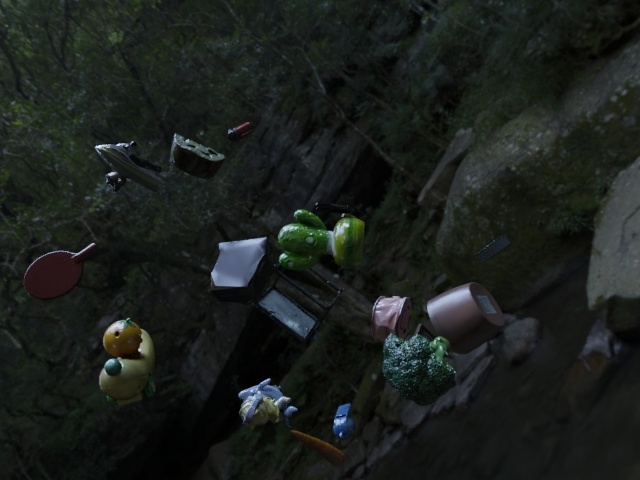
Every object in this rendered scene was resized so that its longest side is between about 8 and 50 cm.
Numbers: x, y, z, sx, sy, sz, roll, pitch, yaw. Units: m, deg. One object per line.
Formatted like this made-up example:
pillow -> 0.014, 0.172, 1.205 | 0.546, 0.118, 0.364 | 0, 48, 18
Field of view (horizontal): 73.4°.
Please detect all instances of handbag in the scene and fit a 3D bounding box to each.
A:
handbag -> 0.303, 0.334, 1.820 | 0.179, 0.116, 0.205 | 21, -103, -60

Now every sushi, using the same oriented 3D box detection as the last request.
sushi -> -0.306, 0.142, 1.794 | 0.212, 0.215, 0.227 | 67, -161, -53

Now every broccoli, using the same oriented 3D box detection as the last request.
broccoli -> 0.352, 0.415, 1.448 | 0.269, 0.269, 0.254 | -35, -56, -47

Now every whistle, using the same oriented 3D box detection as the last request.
whistle -> 0.092, 0.690, 1.607 | 0.090, 0.090, 0.158 | -56, -6, 15

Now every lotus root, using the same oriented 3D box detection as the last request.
lotus root -> -0.545, -0.356, 1.857 | 0.119, 0.235, 0.138 | -61, 8, 26

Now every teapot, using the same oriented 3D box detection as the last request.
teapot -> -0.832, -0.239, 1.769 | 0.080, 0.110, 0.085 | -38, -54, -41

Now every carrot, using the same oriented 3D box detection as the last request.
carrot -> -0.008, 0.645, 1.346 | 0.048, 0.216, 0.048 | -47, 16, 18

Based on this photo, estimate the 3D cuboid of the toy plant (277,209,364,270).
toy plant -> 0.000, 0.000, 1.560 | 0.184, 0.316, 0.224 | 26, -114, -85

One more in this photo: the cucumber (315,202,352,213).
cucumber -> 0.048, -0.115, 1.526 | 0.135, 0.033, 0.034 | 5, -17, -26

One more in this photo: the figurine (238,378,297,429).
figurine -> -0.185, 0.571, 1.473 | 0.184, 0.208, 0.128 | -47, -23, -61

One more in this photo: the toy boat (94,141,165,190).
toy boat -> -0.729, -0.299, 1.678 | 0.141, 0.269, 0.141 | -34, 27, 20

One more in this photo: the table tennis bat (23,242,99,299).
table tennis bat -> -1.072, 0.117, 1.790 | 0.310, 0.200, 0.038 | -41, -11, -26

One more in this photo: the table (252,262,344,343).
table -> -0.110, 0.276, 2.143 | 0.272, 0.335, 0.222 | -58, -9, 27

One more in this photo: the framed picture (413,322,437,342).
framed picture -> 0.484, 0.489, 2.005 | 0.023, 0.128, 0.168 | -39, 10, 45

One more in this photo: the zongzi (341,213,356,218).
zongzi -> 0.128, -0.109, 2.114 | 0.083, 0.076, 0.040 | -11, 59, 71

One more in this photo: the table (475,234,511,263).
table -> 0.667, 0.035, 1.659 | 0.133, 0.043, 0.133 | -32, -16, -10

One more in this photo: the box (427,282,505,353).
box -> 0.647, 0.331, 1.895 | 0.216, 0.301, 0.301 | -43, -8, 33

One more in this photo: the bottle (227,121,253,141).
bottle -> -0.351, -0.473, 1.873 | 0.060, 0.060, 0.164 | -61, -1, 31

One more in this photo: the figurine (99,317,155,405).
figurine -> -0.580, 0.345, 1.289 | 0.124, 0.222, 0.324 | -14, 20, -9
